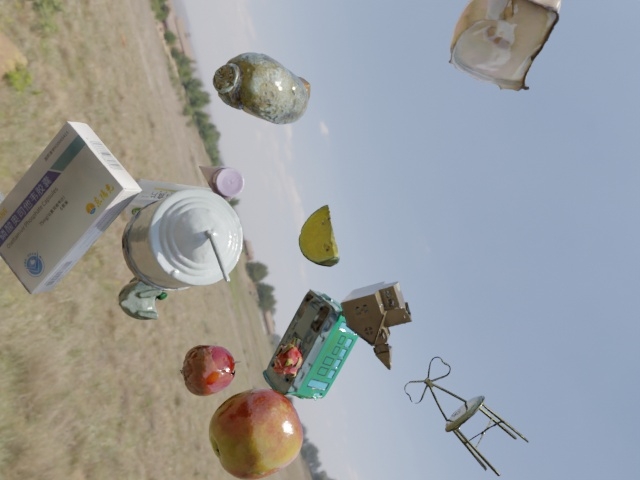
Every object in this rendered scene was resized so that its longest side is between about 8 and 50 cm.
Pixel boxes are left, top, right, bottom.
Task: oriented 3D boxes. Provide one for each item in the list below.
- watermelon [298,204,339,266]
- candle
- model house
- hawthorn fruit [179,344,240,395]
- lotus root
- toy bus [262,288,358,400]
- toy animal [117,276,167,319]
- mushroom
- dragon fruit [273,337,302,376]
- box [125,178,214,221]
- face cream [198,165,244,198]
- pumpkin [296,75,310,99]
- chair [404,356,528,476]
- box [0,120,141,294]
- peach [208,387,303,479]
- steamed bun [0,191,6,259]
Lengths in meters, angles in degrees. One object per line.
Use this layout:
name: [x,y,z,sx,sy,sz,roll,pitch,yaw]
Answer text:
watermelon: [-0.011,0.001,1.432,0.092,0.075,0.181,110,-20,-44]
candle: [-0.301,-0.002,1.350,0.343,0.221,0.221,-14,-88,57]
model house: [0.186,0.258,1.776,0.181,0.176,0.248,-33,106,-72]
hawthorn fruit: [-0.303,0.359,1.699,0.148,0.172,0.148,2,-88,62]
lotus root: [-0.133,-0.397,1.616,0.350,0.175,0.174,5,66,-62]
toy bus: [-0.014,0.350,1.986,0.199,0.343,0.183,28,3,-35]
toy animal: [-0.510,0.138,1.716,0.236,0.138,0.107,40,-59,58]
mushroom: [0.305,-0.397,1.046,0.236,0.162,0.173,85,7,-72]
dragon fruit: [-0.091,0.340,1.778,0.086,0.081,0.116,86,28,-58]
box: [-0.519,-0.098,2.171,0.145,0.333,0.173,-74,168,-47]
face cream: [-0.317,-0.185,1.939,0.154,0.096,0.274,48,-12,-16]
pumpkin: [-0.148,-0.490,2.155,0.131,0.248,0.125,41,-39,37]
chair: [0.403,0.489,1.710,0.325,0.160,0.170,47,-9,10]
box: [-0.566,-0.066,1.315,0.200,0.343,0.065,49,17,8]
peach: [-0.157,0.477,1.502,0.231,0.231,0.230,165,-90,-82]
steamed bun: [-1.066,-0.051,1.929,0.283,0.177,0.283,50,-11,14]
